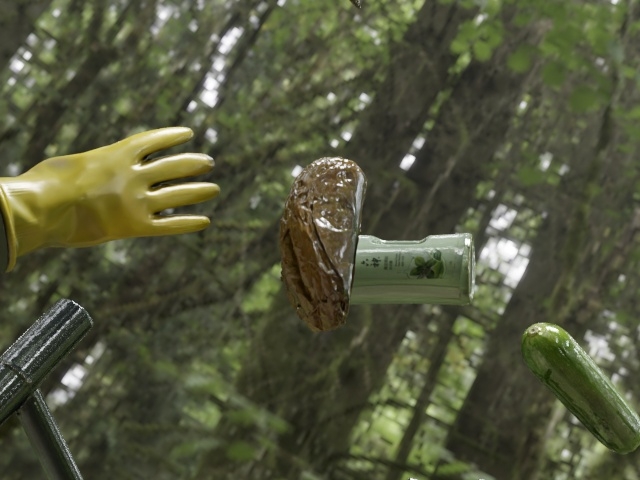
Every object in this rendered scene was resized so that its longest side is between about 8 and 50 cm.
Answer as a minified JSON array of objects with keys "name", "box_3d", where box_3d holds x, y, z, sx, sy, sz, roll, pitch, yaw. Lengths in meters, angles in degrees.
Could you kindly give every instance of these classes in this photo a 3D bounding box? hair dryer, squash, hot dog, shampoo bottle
[{"name":"hair dryer","box_3d":[-0.246,0.180,1.290,0.050,0.173,0.195,-1,-51,46]},{"name":"squash","box_3d":[0.312,0.176,1.603,0.066,0.066,0.229,-6,-42,48]},{"name":"hot dog","box_3d":[0.003,-0.001,1.671,0.099,0.227,0.160,9,-37,5]},{"name":"shampoo bottle","box_3d":[0.103,0.042,1.960,0.234,0.118,0.087,-1,-47,11]}]

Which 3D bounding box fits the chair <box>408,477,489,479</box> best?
[{"name":"chair","box_3d":[0.253,0.400,1.742,0.203,0.416,0.240,13,-57,-13]}]

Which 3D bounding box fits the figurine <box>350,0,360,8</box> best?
[{"name":"figurine","box_3d":[0.091,-0.395,1.779,0.176,0.122,0.121,-25,-58,16]}]

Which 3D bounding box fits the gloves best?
[{"name":"gloves","box_3d":[-0.250,-0.051,1.594,0.116,0.294,0.133,-19,-94,62]}]
